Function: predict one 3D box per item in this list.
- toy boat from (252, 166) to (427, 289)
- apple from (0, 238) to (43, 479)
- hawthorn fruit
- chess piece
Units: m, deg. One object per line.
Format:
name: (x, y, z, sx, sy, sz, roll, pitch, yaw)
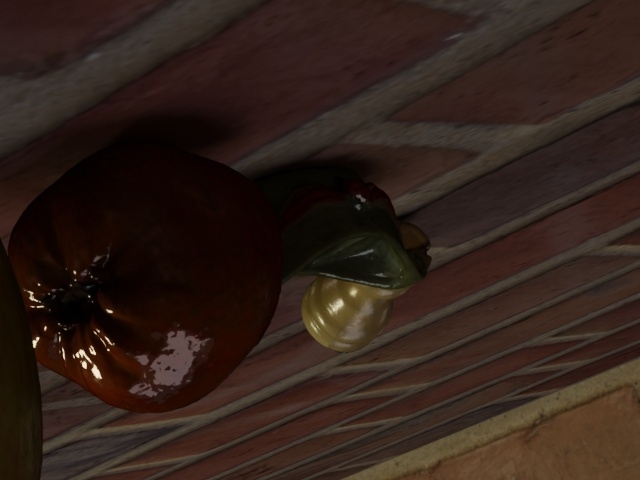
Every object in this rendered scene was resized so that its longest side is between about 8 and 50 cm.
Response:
toy boat: (-0.001, -0.001, 1.043, 0.089, 0.071, 0.185, -28, 166, 34)
apple: (-0.224, 0.051, 0.591, 0.264, 0.264, 0.264, -18, 168, -4)
hawthorn fruit: (-0.080, 0.019, 0.878, 0.132, 0.133, 0.138, -28, 176, 37)
chess piece: (0.036, 0.029, 1.269, 0.066, 0.066, 0.122, -12, 160, -28)
